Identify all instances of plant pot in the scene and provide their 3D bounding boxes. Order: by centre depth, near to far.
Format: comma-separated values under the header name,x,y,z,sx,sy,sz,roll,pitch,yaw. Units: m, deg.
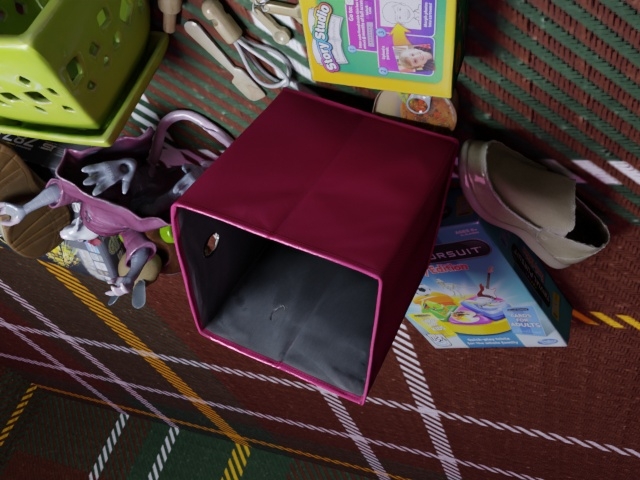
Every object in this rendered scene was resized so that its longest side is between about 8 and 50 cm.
name,x,y,z,sx,sy,sz,roll,pitch,yaw
plant pot,-0.335,-0.247,0.766,0.228,0.227,0.207,10,153,18

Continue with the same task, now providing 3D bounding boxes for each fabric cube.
name,x,y,z,sx,sy,sz,roll,pitch,yaw
fabric cube,0.000,0.000,0.799,0.259,0.258,0.254,20,140,17

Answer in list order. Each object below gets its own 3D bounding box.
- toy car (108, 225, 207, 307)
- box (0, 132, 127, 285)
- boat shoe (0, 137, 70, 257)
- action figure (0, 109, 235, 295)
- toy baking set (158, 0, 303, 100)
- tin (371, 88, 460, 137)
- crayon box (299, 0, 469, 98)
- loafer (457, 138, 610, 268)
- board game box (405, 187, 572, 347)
name,x,y,z,sx,sy,sz,roll,pitch,yaw
toy car,-0.352,0.059,1.262,0.155,0.189,0.149,-2,141,34
box,-0.577,-0.083,1.273,0.318,0.097,0.395,16,146,6
boat shoe,-0.548,-0.091,1.084,0.123,0.123,0.342,44,162,21
action figure,-0.349,-0.079,1.033,0.248,0.276,0.370,41,152,-18
toy baking set,-0.112,-0.272,0.767,0.196,0.030,0.256,26,148,-7
tin,0.117,-0.147,0.815,0.106,0.040,0.190,16,148,2
crayon box,0.061,-0.277,0.606,0.165,0.081,0.278,12,147,16
loafer,0.282,-0.054,0.804,0.268,0.102,0.092,30,147,-31
board game box,0.227,0.062,1.024,0.253,0.079,0.336,-10,137,41
